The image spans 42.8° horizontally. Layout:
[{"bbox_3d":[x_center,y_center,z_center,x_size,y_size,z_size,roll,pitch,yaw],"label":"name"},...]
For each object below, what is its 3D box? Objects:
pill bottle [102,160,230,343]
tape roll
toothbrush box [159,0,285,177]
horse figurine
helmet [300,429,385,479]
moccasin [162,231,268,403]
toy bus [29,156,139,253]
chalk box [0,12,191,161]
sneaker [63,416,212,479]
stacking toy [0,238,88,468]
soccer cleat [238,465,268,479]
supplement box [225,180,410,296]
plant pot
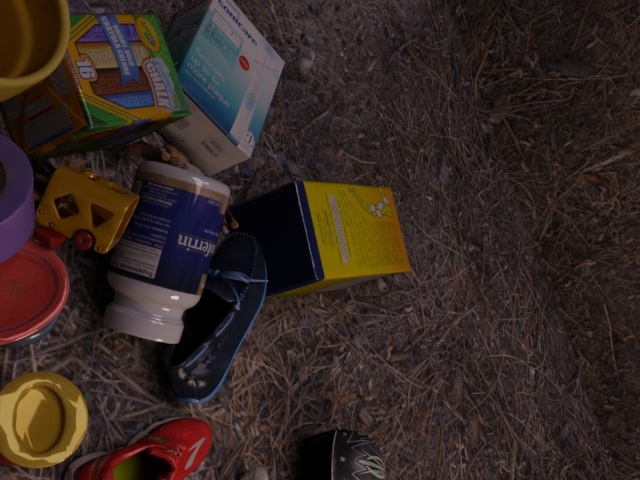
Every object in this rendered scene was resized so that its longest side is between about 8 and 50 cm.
[{"bbox_3d":[-0.248,0.020,1.289,0.153,0.153,0.265,18,87,-50],"label":"pill bottle"},{"bbox_3d":[-0.463,-0.054,1.039,0.188,0.080,0.189,8,50,-10],"label":"tape roll"},{"bbox_3d":[-0.207,-0.308,1.584,0.216,0.126,0.296,47,40,-33],"label":"toothbrush box"},{"bbox_3d":[-0.238,-0.100,1.459,0.263,0.066,0.174,43,2,-20],"label":"horse figurine"},{"bbox_3d":[0.045,0.441,1.566,0.169,0.161,0.170,28,53,-46],"label":"helmet"},{"bbox_3d":[-0.174,0.112,1.412,0.117,0.137,0.342,69,26,-47],"label":"moccasin"},{"bbox_3d":[-0.364,-0.067,1.180,0.202,0.191,0.104,15,107,-51],"label":"toy bus"},{"bbox_3d":[-0.345,-0.248,1.313,0.289,0.180,0.179,-21,93,-55],"label":"chalk box"},{"bbox_3d":[-0.248,0.342,1.236,0.279,0.118,0.107,-16,89,-56],"label":"sneaker"},{"bbox_3d":[-0.465,0.156,1.072,0.279,0.130,0.309,0,70,-28],"label":"stacking toy"},{"bbox_3d":[-0.146,0.455,1.379,0.076,0.068,0.196,52,42,-23],"label":"soccer cleat"},{"bbox_3d":[0.000,0.000,1.675,0.356,0.194,0.195,-1,77,-55],"label":"supplement box"},{"bbox_3d":[-0.498,-0.277,1.056,0.254,0.239,0.254,28,53,-45],"label":"plant pot"}]
